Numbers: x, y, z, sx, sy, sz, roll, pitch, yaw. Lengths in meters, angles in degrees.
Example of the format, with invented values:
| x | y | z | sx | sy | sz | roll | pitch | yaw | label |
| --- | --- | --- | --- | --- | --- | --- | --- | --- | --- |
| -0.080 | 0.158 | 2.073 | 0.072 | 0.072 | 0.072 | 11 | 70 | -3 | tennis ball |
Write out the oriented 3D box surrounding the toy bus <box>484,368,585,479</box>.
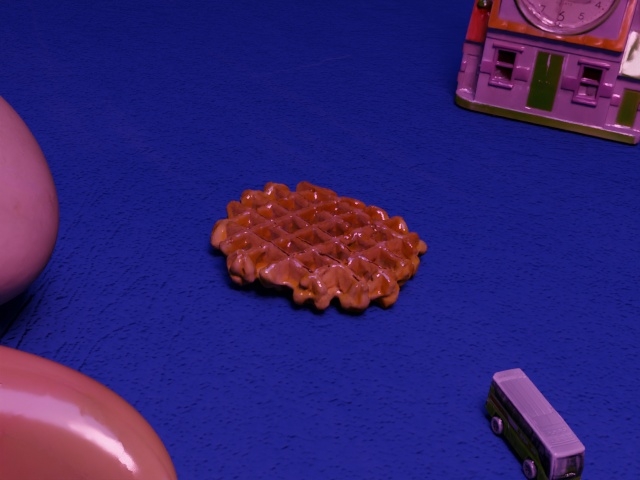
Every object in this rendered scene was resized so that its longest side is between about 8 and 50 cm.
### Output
| x | y | z | sx | sy | sz | roll | pitch | yaw | label |
| --- | --- | --- | --- | --- | --- | --- | --- | --- | --- |
| 0.140 | 0.124 | 0.601 | 0.031 | 0.037 | 0.083 | -6 | 33 | -20 | toy bus |

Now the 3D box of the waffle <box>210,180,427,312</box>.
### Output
| x | y | z | sx | sy | sz | roll | pitch | yaw | label |
| --- | --- | --- | --- | --- | --- | --- | --- | --- | --- |
| -0.004 | 0.001 | 0.787 | 0.191 | 0.038 | 0.191 | 5 | 31 | -3 | waffle |

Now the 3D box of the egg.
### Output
| x | y | z | sx | sy | sz | roll | pitch | yaw | label |
| --- | --- | --- | --- | --- | --- | --- | --- | --- | --- |
| -0.296 | -0.039 | 0.649 | 0.254 | 0.188 | 0.189 | 27 | 36 | 27 | egg |

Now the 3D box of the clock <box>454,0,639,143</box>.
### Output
| x | y | z | sx | sy | sz | roll | pitch | yaw | label |
| --- | --- | --- | --- | --- | --- | --- | --- | --- | --- |
| 0.304 | -0.298 | 1.094 | 0.235 | 0.309 | 0.166 | 14 | 30 | 14 | clock |

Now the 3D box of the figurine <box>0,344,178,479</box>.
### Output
| x | y | z | sx | sy | sz | roll | pitch | yaw | label |
| --- | --- | --- | --- | --- | --- | --- | --- | --- | --- |
| -0.232 | 0.129 | 0.441 | 0.325 | 0.124 | 0.222 | 6 | 30 | -8 | figurine |
